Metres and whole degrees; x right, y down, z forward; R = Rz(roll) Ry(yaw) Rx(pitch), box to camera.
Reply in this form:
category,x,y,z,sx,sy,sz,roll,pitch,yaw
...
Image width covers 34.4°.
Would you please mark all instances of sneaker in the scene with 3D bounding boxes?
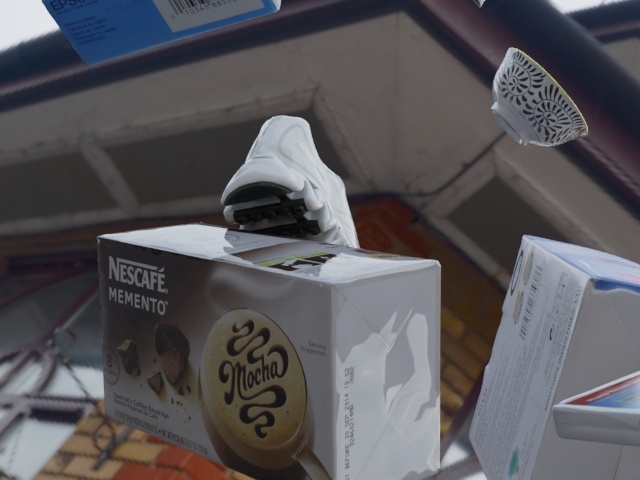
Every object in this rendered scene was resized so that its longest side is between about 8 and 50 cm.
category,x,y,z,sx,sy,sz,roll,pitch,yaw
sneaker,0.000,0.000,1.023,0.110,0.118,0.292,-6,-41,17

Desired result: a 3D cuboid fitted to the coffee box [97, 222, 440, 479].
category,x,y,z,sx,sy,sz,roll,pitch,yaw
coffee box,-0.051,0.085,0.834,0.297,0.118,0.168,10,-76,46

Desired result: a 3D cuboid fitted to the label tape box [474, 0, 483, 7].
category,x,y,z,sx,sy,sz,roll,pitch,yaw
label tape box,0.132,-0.391,0.817,0.241,0.334,0.106,47,-14,-35

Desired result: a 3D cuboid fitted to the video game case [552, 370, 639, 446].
category,x,y,z,sx,sy,sz,roll,pitch,yaw
video game case,0.308,0.088,0.608,0.285,0.204,0.025,-8,-86,58

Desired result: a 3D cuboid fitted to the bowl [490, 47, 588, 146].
category,x,y,z,sx,sy,sz,roll,pitch,yaw
bowl,0.302,-0.190,1.507,0.170,0.080,0.170,48,3,-4

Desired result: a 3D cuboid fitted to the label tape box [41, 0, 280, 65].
category,x,y,z,sx,sy,sz,roll,pitch,yaw
label tape box,-0.165,-0.386,1.230,0.249,0.348,0.115,-12,-40,19

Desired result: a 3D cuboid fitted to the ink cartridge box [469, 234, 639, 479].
category,x,y,z,sx,sy,sz,roll,pitch,yaw
ink cartridge box,0.277,0.147,1.130,0.151,0.395,0.270,14,-83,-3
